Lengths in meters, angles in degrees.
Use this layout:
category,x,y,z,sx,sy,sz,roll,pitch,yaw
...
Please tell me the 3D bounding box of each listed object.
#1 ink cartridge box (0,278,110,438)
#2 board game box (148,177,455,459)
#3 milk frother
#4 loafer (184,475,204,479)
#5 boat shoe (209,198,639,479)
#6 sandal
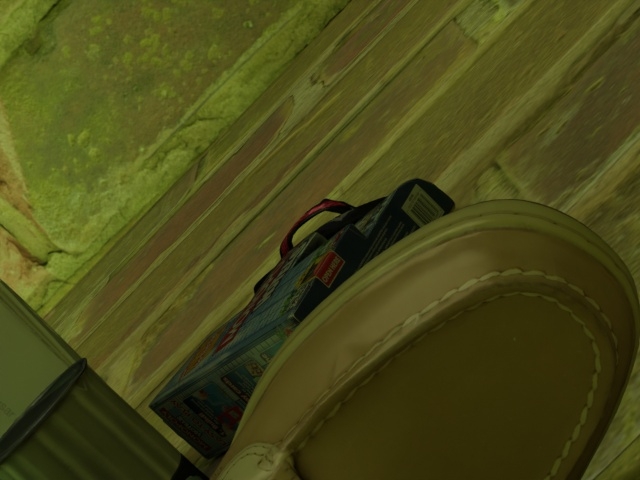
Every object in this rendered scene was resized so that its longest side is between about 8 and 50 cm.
category,x,y,z,sx,sy,sz,roll,pitch,yaw
ink cartridge box,-0.285,0.217,1.261,0.384,0.160,0.279,-47,-7,-7
board game box,-0.020,0.056,1.281,0.194,0.060,0.194,-38,12,39
milk frother,-0.126,0.162,1.061,0.129,0.135,0.143,-46,9,9
loafer,-0.113,0.224,0.859,0.267,0.084,0.096,-48,1,-23
boat shoe,-0.002,0.136,0.706,0.341,0.122,0.110,-54,10,21
sandal,0.000,0.000,1.403,0.067,0.040,0.179,-2,-20,-31
